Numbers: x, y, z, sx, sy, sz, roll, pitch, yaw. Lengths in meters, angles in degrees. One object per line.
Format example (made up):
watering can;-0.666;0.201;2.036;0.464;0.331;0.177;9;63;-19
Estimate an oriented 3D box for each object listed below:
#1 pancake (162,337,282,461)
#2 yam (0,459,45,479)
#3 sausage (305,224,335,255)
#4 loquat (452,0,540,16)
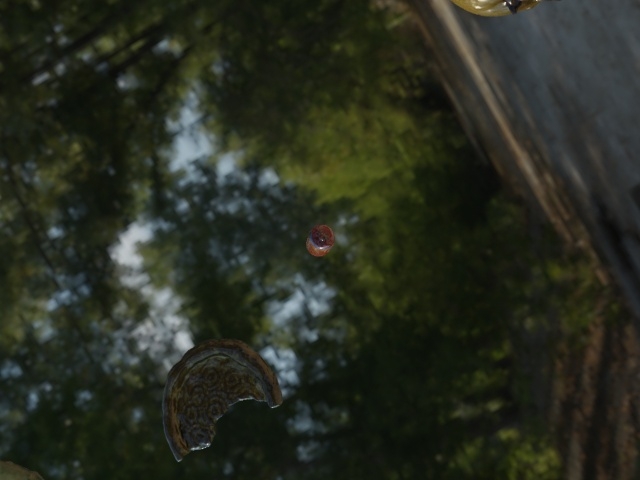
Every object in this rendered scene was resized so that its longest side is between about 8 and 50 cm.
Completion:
pancake;-0.143;0.224;1.817;0.184;0.191;0.020;27;-172;29
yam;-0.323;0.354;1.369;0.300;0.195;0.195;91;155;-61
sausage;0.000;0.000;1.637;0.034;0.034;0.129;60;177;2
loquat;0.270;-0.453;1.944;0.275;0.274;0.275;59;-174;-10
